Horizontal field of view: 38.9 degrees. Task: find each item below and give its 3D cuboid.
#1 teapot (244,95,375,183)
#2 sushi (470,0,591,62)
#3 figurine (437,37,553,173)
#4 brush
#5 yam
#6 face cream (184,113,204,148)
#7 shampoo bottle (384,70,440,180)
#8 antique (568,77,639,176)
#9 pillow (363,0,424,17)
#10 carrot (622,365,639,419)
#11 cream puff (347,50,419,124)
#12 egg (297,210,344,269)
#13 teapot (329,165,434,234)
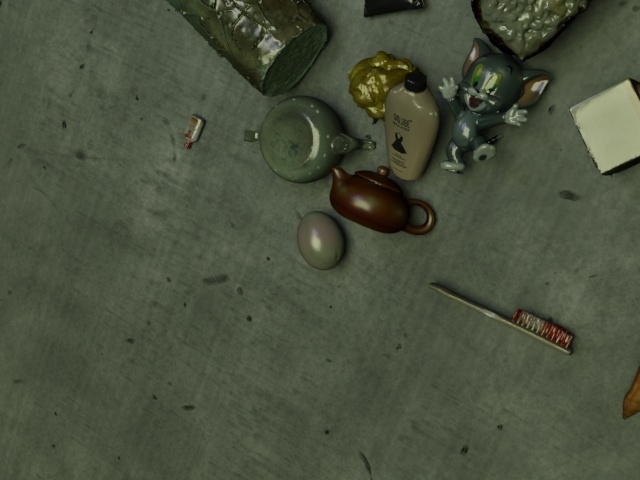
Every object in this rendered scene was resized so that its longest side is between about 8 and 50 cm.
[{"bbox_3d":[-0.037,-0.223,2.008,0.294,0.129,0.193,8,99,27],"label":"teapot"},{"bbox_3d":[0.421,-0.512,1.688,0.196,0.182,0.343,31,113,-25],"label":"sushi"},{"bbox_3d":[0.337,-0.254,1.818,0.193,0.140,0.265,24,115,31],"label":"figurine"},{"bbox_3d":[0.376,0.149,1.879,0.321,0.060,0.050,25,93,22],"label":"brush"},{"bbox_3d":[-0.163,-0.501,1.984,0.348,0.241,0.241,48,113,9],"label":"yam"},{"bbox_3d":[-0.309,-0.262,2.193,0.040,0.021,0.083,31,108,21],"label":"face cream"},{"bbox_3d":[0.185,-0.236,1.847,0.127,0.078,0.257,35,146,27],"label":"shampoo bottle"},{"bbox_3d":[0.570,-0.214,1.695,0.148,0.152,0.147,-28,81,28],"label":"antique"},{"bbox_3d":[0.148,-0.584,1.918,0.141,0.055,0.208,-2,94,33],"label":"pillow"},{"bbox_3d":[0.640,0.268,1.761,0.072,0.072,0.205,35,115,19],"label":"carrot"},{"bbox_3d":[0.139,-0.333,1.911,0.156,0.121,0.156,-1,89,26],"label":"cream puff"},{"bbox_3d":[0.000,0.000,2.021,0.103,0.103,0.135,-18,85,26],"label":"egg"},{"bbox_3d":[0.131,-0.087,1.922,0.252,0.178,0.135,20,100,-11],"label":"teapot"}]
